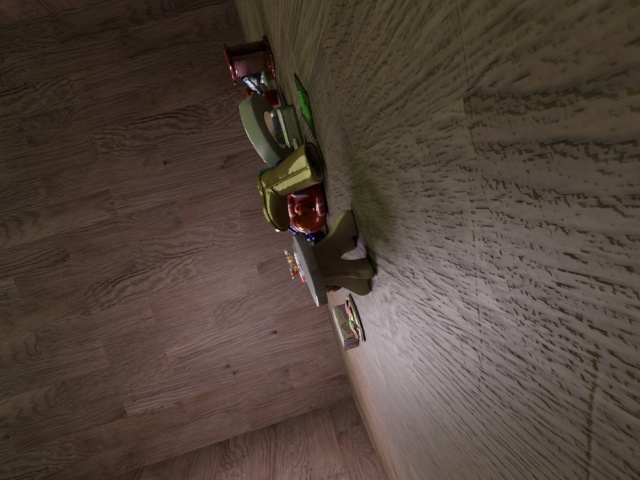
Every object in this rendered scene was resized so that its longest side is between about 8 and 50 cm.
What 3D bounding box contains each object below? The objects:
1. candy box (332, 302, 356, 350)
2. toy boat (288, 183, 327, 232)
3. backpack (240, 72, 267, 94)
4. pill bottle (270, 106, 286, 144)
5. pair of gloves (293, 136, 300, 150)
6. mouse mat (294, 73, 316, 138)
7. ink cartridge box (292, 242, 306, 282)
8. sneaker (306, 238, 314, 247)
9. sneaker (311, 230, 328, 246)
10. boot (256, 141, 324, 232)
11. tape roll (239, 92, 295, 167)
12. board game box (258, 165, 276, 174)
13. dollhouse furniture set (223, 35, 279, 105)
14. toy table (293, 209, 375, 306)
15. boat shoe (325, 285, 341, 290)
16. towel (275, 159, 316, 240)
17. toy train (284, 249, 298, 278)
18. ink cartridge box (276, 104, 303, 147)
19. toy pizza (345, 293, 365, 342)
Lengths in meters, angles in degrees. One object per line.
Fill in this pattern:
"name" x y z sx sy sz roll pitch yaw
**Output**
"candy box" 0.116 0.400 1.956 0.196 0.070 0.164 81 171 -63
"toy boat" -0.056 -0.101 1.560 0.231 0.151 0.151 78 -167 -53
"backpack" -0.328 -0.854 2.233 0.173 0.159 0.116 58 -160 -60
"pill bottle" -0.181 -0.536 1.982 0.087 0.087 0.160 86 166 -70
"pair of gloves" -0.043 -0.260 1.642 0.240 0.042 0.204 76 171 -55
"mouse mat" -0.050 -0.425 1.343 0.189 0.007 0.152 -111 6 -46
"ink cartridge box" -0.050 0.103 2.289 0.092 0.159 0.217 -108 3 -57
"sneaker" -0.047 -0.060 1.977 0.115 0.105 0.280 -20 -63 -79
"sneaker" 0.023 0.023 1.812 0.097 0.084 0.234 49 -175 -21
"boot" -0.092 -0.166 1.414 0.270 0.089 0.235 -19 95 44
"tape roll" -0.245 -0.515 2.037 0.392 0.072 0.391 55 -159 -33
"board game box" -0.174 -0.303 1.973 0.160 0.211 0.047 97 155 -77
"dollhouse furniture set" -0.311 -0.756 2.020 0.374 0.202 0.152 84 169 -63
"toy table" 0.032 0.053 1.139 0.274 0.161 0.252 -115 9 -55
"boat shoe" 0.041 0.171 1.849 0.307 0.105 0.110 99 162 -83
"towel" -0.112 -0.164 1.798 0.228 0.076 0.307 31 -136 -51
"toy train" -0.149 0.125 2.311 0.125 0.046 0.166 85 168 -82
"ink cartridge box" -0.116 -0.438 1.726 0.109 0.062 0.209 -119 13 -67
"toy pizza" 0.131 0.312 1.694 0.201 0.032 0.201 163 90 -85
